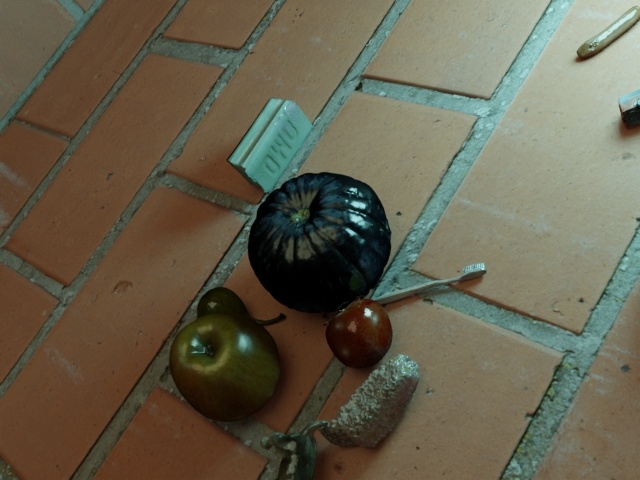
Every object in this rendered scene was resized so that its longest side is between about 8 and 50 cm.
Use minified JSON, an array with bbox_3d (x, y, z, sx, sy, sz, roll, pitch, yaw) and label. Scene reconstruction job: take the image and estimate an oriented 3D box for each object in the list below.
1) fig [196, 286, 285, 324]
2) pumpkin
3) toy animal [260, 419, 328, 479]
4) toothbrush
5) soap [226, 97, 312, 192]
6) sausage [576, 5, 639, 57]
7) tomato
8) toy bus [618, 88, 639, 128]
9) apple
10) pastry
[{"bbox_3d":[-0.205,0.192,2.009,0.236,0.124,0.124,9,63,8],"label":"fig"},{"bbox_3d":[0.000,0.000,1.884,0.363,0.266,0.363,-17,48,20],"label":"pumpkin"},{"bbox_3d":[-0.049,0.516,1.661,0.168,0.121,0.233,-22,59,38],"label":"toy animal"},{"bbox_3d":[0.244,0.108,1.822,0.307,0.025,0.029,-19,44,20],"label":"toothbrush"},{"bbox_3d":[-0.144,-0.279,2.231,0.094,0.150,0.261,20,73,42],"label":"soap"},{"bbox_3d":[0.727,-0.522,1.932,0.186,0.043,0.043,-37,48,5],"label":"sausage"},{"bbox_3d":[0.092,0.215,1.768,0.167,0.167,0.167,-16,53,22],"label":"tomato"},{"bbox_3d":[0.780,-0.325,1.757,0.192,0.065,0.077,-20,41,19],"label":"toy bus"},{"bbox_3d":[-0.234,0.295,1.847,0.264,0.264,0.264,-16,53,22],"label":"apple"},{"bbox_3d":[0.118,0.366,1.677,0.265,0.103,0.112,-45,30,6],"label":"pastry"}]
